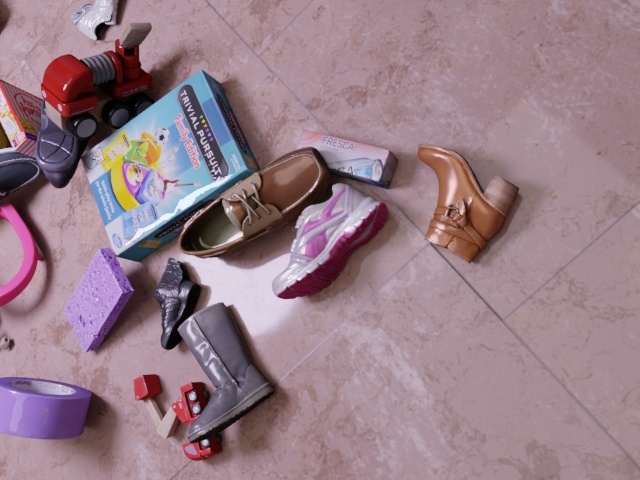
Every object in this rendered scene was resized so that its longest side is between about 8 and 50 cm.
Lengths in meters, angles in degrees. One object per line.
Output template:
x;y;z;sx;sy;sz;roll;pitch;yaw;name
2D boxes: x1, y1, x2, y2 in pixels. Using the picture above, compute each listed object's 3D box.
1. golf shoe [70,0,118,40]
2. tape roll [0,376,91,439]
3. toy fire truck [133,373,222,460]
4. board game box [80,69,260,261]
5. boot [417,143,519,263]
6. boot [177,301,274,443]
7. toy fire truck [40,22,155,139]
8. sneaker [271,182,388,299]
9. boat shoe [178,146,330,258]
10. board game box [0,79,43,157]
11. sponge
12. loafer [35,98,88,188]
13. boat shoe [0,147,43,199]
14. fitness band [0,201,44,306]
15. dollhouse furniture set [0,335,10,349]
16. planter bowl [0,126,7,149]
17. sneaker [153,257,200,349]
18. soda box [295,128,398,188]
-0.494;-0.544;1.489;0.176;0.069;0.086;-45;87;13;golf shoe
-0.559;0.330;1.264;0.189;0.189;0.080;8;82;24;tape roll
-0.274;0.334;1.220;0.135;0.047;0.192;-26;72;17;toy fire truck
-0.313;-0.151;1.315;0.336;0.079;0.253;-32;69;15;board game box
0.215;-0.067;1.080;0.197;0.073;0.152;35;98;27;boot
-0.207;0.240;1.177;0.190;0.076;0.208;-32;73;-20;boot
-0.433;-0.343;1.284;0.158;0.217;0.246;39;136;25;toy fire truck
0.000;0.000;1.148;0.252;0.103;0.111;-45;64;1;sneaker
-0.128;-0.053;1.171;0.324;0.120;0.122;-34;89;22;boat shoe
-0.654;-0.263;1.445;0.045;0.147;0.193;-40;68;12;board game box
-0.457;0.124;1.307;0.210;0.031;0.117;-50;64;32;sponge
-0.559;-0.247;1.407;0.109;0.095;0.302;6;52;-9;loafer
-0.760;-0.115;1.426;0.303;0.114;0.091;-23;46;0;boat shoe
-0.753;0.023;1.427;0.209;0.054;0.291;-32;64;-20;fitness band
-0.765;0.209;1.461;0.081;0.091;0.114;-48;37;23;dollhouse furniture set
-0.819;-0.222;1.525;0.217;0.090;0.217;-17;54;25;planter bowl
-0.298;0.125;1.272;0.089;0.051;0.170;19;83;25;sneaker
0.045;-0.151;1.174;0.183;0.058;0.062;18;87;26;soda box
